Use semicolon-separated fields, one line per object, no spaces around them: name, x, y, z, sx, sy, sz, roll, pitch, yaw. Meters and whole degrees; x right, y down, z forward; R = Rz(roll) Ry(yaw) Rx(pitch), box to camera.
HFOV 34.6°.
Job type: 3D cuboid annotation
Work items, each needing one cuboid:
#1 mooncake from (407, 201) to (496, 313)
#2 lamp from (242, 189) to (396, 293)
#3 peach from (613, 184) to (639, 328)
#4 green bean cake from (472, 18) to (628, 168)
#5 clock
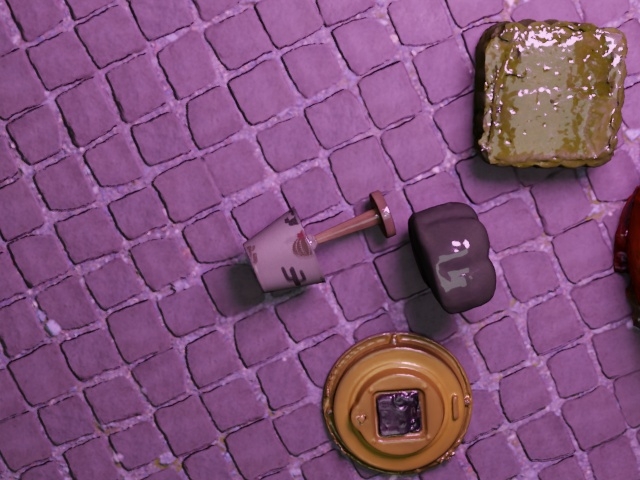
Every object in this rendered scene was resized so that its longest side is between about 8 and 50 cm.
mooncake;0.189;0.028;1.465;0.104;0.175;0.168;-12;138;-2
lamp;0.000;0.000;1.492;0.215;0.121;0.121;-21;100;-4
peach;0.592;0.013;1.411;0.339;0.353;0.416;7;142;7
green bean cake;0.320;-0.204;1.445;0.200;0.113;0.214;0;100;2
clock;0.119;0.255;1.567;0.237;0.057;0.237;0;101;1
